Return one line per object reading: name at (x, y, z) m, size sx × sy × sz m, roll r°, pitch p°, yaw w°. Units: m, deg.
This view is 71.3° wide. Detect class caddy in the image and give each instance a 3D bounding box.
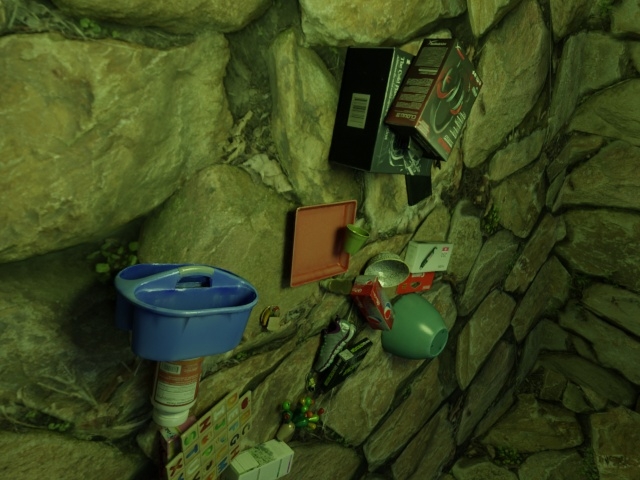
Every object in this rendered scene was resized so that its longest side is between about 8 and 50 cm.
caddy at (-0.312, 0.141, 1.053) m, size 0.341 × 0.241 × 0.179 m, roll 2°, pitch 110°, yaw -45°

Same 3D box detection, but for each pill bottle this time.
pill bottle at (-0.379, 0.369, 1.173) m, size 0.121 × 0.121 × 0.216 m, roll 1°, pitch 108°, yaw -44°

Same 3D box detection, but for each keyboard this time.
keyboard at (0.392, -0.303, 1.693) m, size 0.201 × 0.033 × 0.317 m, roll -30°, pitch 128°, yaw -24°

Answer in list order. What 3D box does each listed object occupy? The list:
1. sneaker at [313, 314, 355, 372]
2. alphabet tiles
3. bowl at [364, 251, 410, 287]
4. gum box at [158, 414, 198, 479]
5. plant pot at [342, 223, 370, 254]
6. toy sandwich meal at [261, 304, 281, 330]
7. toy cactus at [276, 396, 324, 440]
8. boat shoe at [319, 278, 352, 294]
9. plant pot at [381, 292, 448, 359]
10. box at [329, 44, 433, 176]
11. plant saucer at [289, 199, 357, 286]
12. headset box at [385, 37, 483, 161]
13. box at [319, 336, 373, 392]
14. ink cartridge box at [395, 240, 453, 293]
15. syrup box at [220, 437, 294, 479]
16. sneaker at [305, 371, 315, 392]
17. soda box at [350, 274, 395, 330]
sneaker at (0.027, 0.375, 1.627) m, size 0.098 × 0.083 × 0.224 m, roll 38°, pitch 94°, yaw -7°
alphabet tiles at (-0.322, 0.619, 1.347) m, size 0.342 × 0.011 × 0.285 m, roll -32°, pitch 132°, yaw -51°
bowl at (0.244, 0.094, 1.668) m, size 0.170 × 0.170 × 0.080 m, roll 53°, pitch 25°, yaw -43°
gum box at (-0.407, 0.622, 1.301) m, size 0.107 × 0.062 × 0.188 m, roll -11°, pitch 116°, yaw -41°
plant pot at (0.109, 0.001, 1.457) m, size 0.083 × 0.083 × 0.079 m, roll 3°, pitch 117°, yaw -45°
toy sandwich meal at (-0.152, 0.244, 1.405) m, size 0.085 × 0.029 × 0.086 m, roll -20°, pitch 121°, yaw -37°
toy cactus at (-0.084, 0.652, 1.615) m, size 0.180 × 0.112 × 0.219 m, roll -50°, pitch 144°, yaw -2°
boat shoe at (0.059, 0.159, 1.570) m, size 0.153 × 0.048 × 0.056 m, roll 9°, pitch 89°, yaw -53°
plant pot at (0.430, 0.395, 1.920) m, size 0.290 × 0.195 × 0.290 m, roll -19°, pitch 120°, yaw -37°
box at (0.222, -0.387, 1.382) m, size 0.312 × 0.179 × 0.343 m, roll -6°, pitch 112°, yaw -44°
plant saucer at (0.000, 0.000, 1.433) m, size 0.258 × 0.047 × 0.259 m, roll -12°, pitch 116°, yaw -41°
headset box at (0.323, -0.380, 1.270) m, size 0.218 × 0.110 × 0.293 m, roll 28°, pitch 87°, yaw -48°
box at (0.099, 0.468, 1.681) m, size 0.190 × 0.045 × 0.184 m, roll -14°, pitch 135°, yaw -50°
ink cartridge box at (0.450, 0.120, 1.918) m, size 0.275 × 0.060 × 0.239 m, roll 0°, pitch 106°, yaw -44°
syrup box at (-0.213, 0.777, 1.536) m, size 0.237 × 0.093 × 0.096 m, roll 1°, pitch 107°, yaw -45°
sneaker at (-0.032, 0.522, 1.642) m, size 0.031 × 0.035 × 0.083 m, roll -22°, pitch 122°, yaw -37°
soda box at (0.204, 0.241, 1.691) m, size 0.263 × 0.083 × 0.092 m, roll 58°, pitch 43°, yaw -42°
